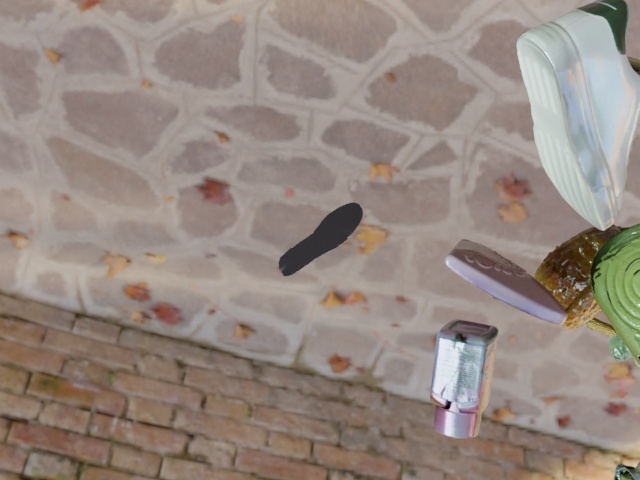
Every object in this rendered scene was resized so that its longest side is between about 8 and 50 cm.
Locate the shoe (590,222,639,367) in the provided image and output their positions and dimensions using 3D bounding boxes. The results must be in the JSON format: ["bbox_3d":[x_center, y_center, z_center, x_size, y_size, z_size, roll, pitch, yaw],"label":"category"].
[{"bbox_3d":[0.430,0.104,1.170,0.140,0.262,0.128,-25,139,8],"label":"shoe"}]

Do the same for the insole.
[{"bbox_3d":[0.000,0.000,1.595,0.188,0.064,0.004,-37,149,20],"label":"insole"}]

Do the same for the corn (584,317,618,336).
[{"bbox_3d":[0.619,0.191,2.052,0.083,0.028,0.027,24,129,24],"label":"corn"}]

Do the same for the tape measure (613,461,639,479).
[{"bbox_3d":[0.608,0.458,1.635,0.154,0.177,0.087,-32,175,14],"label":"tape measure"}]

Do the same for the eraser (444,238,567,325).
[{"bbox_3d":[0.348,0.073,1.705,0.243,0.204,0.059,31,103,8],"label":"eraser"}]

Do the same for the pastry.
[{"bbox_3d":[0.543,0.061,1.868,0.235,0.132,0.240,-39,159,-5],"label":"pastry"}]

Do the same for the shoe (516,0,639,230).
[{"bbox_3d":[0.397,-0.180,1.315,0.160,0.132,0.363,-33,130,-5],"label":"shoe"}]

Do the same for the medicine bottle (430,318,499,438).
[{"bbox_3d":[0.247,0.241,1.610,0.094,0.119,0.188,10,100,21],"label":"medicine bottle"}]
